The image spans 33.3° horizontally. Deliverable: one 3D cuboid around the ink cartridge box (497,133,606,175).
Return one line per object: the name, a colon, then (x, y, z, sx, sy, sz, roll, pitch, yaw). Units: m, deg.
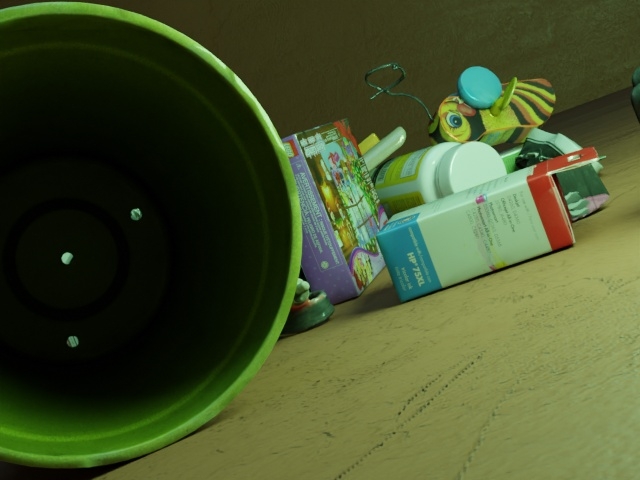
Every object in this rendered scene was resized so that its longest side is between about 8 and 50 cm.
ink cartridge box: (0.334, -0.124, 1.710, 0.209, 0.062, 0.109, -21, 5, -4)

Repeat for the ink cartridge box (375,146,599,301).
ink cartridge box: (0.184, -0.020, 1.104, 0.231, 0.078, 0.134, -20, 6, 15)

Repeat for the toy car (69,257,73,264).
toy car: (-0.339, 0.084, 1.828, 0.238, 0.210, 0.219, 7, -12, -5)

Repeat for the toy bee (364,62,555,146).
toy bee: (0.231, -0.177, 1.679, 0.298, 0.162, 0.195, -8, -25, 3)

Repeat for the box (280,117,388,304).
box: (0.018, -0.045, 1.355, 0.057, 0.201, 0.293, -20, 5, 16)

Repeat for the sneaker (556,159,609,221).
sneaker: (0.234, -0.042, 1.218, 0.178, 0.072, 0.077, -15, -5, 6)

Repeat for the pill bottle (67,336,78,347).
pill bottle: (-0.298, 0.112, 1.406, 0.216, 0.121, 0.121, -21, 5, -2)

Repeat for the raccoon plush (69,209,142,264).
raccoon plush: (-0.237, 0.073, 1.661, 0.446, 0.299, 0.216, -61, 15, -12)

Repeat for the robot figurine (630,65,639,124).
robot figurine: (0.434, -0.157, 0.986, 0.278, 0.209, 0.173, -19, -33, 25)

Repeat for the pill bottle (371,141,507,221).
pill bottle: (0.169, -0.078, 1.559, 0.119, 0.119, 0.208, -23, 6, -28)

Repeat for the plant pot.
plant pot: (-0.237, 0.008, 1.005, 0.366, 0.366, 0.353, -22, 1, -16)

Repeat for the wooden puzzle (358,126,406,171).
wooden puzzle: (0.033, -0.101, 1.679, 0.221, 0.044, 0.239, -38, 2, 0)

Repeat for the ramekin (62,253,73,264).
ramekin: (-0.401, 0.007, 1.488, 0.207, 0.109, 0.207, -58, 11, 17)

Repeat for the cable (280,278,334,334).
cable: (-0.080, 0.074, 1.208, 0.139, 0.072, 0.287, -17, 4, -18)

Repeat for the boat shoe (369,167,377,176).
boat shoe: (0.018, -0.043, 1.877, 0.324, 0.117, 0.096, -18, -36, 39)

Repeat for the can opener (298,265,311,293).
can opener: (-0.055, 0.037, 1.260, 0.095, 0.076, 0.283, 17, 5, 27)

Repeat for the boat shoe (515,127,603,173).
boat shoe: (0.340, -0.110, 1.546, 0.070, 0.077, 0.219, -53, 11, 5)
